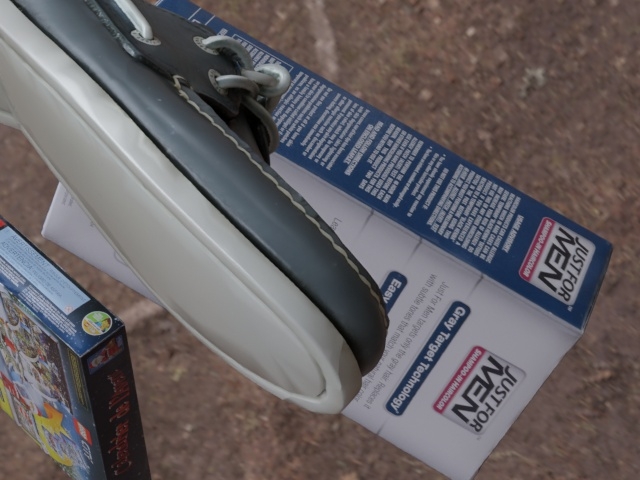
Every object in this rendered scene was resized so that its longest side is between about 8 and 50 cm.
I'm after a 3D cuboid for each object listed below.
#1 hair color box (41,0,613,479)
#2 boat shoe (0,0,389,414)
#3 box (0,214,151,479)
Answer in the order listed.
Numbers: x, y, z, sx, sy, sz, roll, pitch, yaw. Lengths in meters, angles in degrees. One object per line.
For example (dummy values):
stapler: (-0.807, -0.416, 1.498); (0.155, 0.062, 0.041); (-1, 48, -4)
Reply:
hair color box: (0.000, 0.000, 0.980); (0.347, 0.105, 0.174); (31, 131, 3)
boat shoe: (-0.066, -0.064, 0.565); (0.099, 0.116, 0.319); (-35, 55, -17)
box: (-0.210, 0.105, 1.155); (0.159, 0.233, 0.044); (37, 58, 27)
